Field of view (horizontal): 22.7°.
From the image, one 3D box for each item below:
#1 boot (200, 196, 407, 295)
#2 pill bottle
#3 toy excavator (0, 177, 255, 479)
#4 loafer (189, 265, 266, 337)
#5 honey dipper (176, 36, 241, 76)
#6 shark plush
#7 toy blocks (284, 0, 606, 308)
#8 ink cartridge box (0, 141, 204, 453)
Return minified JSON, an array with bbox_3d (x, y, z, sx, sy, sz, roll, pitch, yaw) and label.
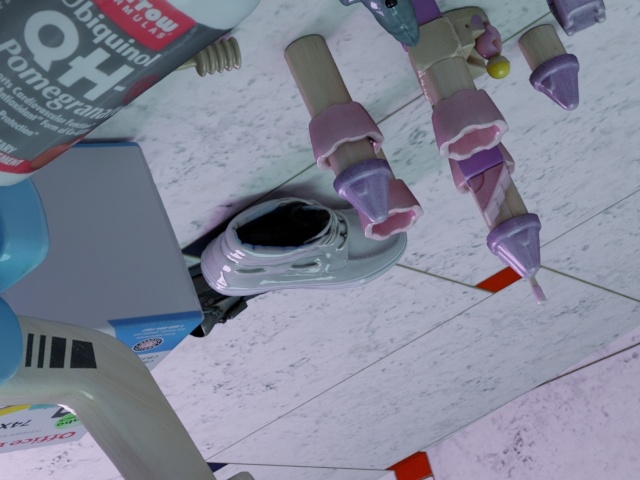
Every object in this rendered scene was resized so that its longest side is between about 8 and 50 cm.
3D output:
[{"bbox_3d":[0.000,0.000,1.798,0.258,0.095,0.123,-12,164,-25],"label":"boot"},{"bbox_3d":[-0.148,-0.187,1.076,0.318,0.176,0.176,-33,157,24],"label":"pill bottle"},{"bbox_3d":[-0.260,0.061,1.173,0.445,0.433,0.222,5,151,-44],"label":"toy excavator"},{"bbox_3d":[-0.167,0.092,1.864,0.267,0.084,0.096,-16,158,-19],"label":"loafer"},{"bbox_3d":[-0.148,-0.148,1.384,0.160,0.030,0.030,-13,157,-16],"label":"honey dipper"},{"bbox_3d":[0.057,-0.223,1.356,0.073,0.067,0.161,-22,159,-4],"label":"shark plush"},{"bbox_3d":[0.164,-0.090,1.523,0.309,0.260,0.288,-25,159,5],"label":"toy blocks"},{"bbox_3d":[-0.282,0.061,1.507,0.198,0.197,0.270,-5,153,-40],"label":"ink cartridge box"}]
